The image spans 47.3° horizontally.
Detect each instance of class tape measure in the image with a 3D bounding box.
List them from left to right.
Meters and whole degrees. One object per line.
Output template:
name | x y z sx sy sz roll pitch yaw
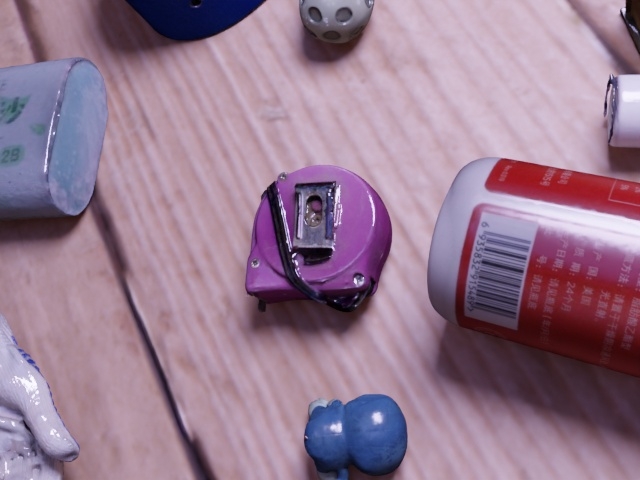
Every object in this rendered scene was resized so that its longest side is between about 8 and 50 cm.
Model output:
tape measure | 0.000 0.000 0.620 0.118 0.074 0.125 -4 73 18

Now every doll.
doll | 0.028 0.158 0.574 0.083 0.050 0.076 -12 73 14

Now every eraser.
eraser | -0.351 -0.104 0.781 0.227 0.081 0.173 -3 73 20

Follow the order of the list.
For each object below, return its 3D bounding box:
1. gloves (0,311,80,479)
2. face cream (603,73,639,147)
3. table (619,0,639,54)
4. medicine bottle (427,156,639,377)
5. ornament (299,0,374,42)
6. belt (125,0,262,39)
gloves | -0.289 0.156 0.664 0.119 0.097 0.229 -35 60 11
face cream | 0.340 -0.093 0.541 0.244 0.058 0.092 3 69 15
table | 0.291 -0.190 0.572 0.083 0.082 0.070 -18 68 13
medicine bottle | 0.209 0.025 0.505 0.250 0.131 0.131 15 78 23
ornament | 0.019 -0.263 0.704 0.081 0.075 0.156 -24 56 59
belt | -0.100 -0.385 0.761 0.213 0.117 0.346 23 82 27
